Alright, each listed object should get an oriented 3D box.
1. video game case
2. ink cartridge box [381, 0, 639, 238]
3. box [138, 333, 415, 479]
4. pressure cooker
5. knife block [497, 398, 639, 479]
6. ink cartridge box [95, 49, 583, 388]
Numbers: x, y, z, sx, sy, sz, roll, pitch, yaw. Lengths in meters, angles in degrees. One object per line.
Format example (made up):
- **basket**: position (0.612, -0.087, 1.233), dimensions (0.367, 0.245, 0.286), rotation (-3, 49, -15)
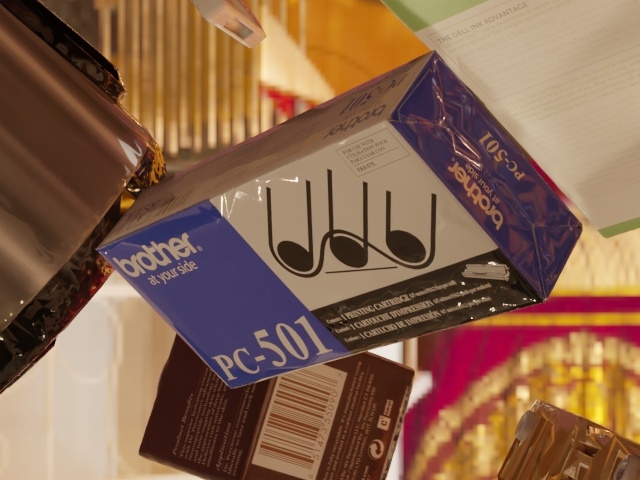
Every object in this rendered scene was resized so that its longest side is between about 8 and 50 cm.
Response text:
- **video game case**: position (-0.129, -0.276, 1.417), dimensions (0.025, 0.204, 0.285), rotation (-34, 179, 5)
- **ink cartridge box**: position (0.149, -0.107, 0.775), dimensions (0.171, 0.056, 0.235), rotation (-19, 128, 41)
- **box**: position (-0.045, 0.172, 1.565), dimensions (0.167, 0.168, 0.203), rotation (22, 172, -34)
- **pressure cooker**: position (-0.388, -0.082, 1.347), dimensions (0.370, 0.420, 0.375), rotation (-39, -163, 23)
- **knife block**: position (0.186, 0.157, 0.560), dimensions (0.242, 0.088, 0.275), rotation (27, 177, -4)
- **ink cartridge box**: position (0.000, 0.000, 0.659), dimensions (0.097, 0.046, 0.207), rotation (47, 143, -18)
